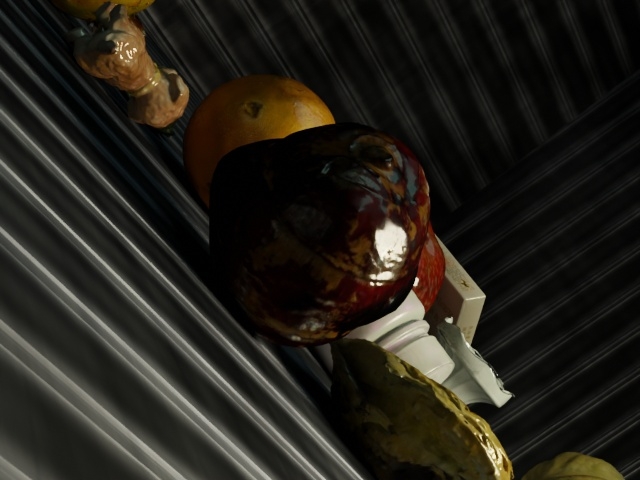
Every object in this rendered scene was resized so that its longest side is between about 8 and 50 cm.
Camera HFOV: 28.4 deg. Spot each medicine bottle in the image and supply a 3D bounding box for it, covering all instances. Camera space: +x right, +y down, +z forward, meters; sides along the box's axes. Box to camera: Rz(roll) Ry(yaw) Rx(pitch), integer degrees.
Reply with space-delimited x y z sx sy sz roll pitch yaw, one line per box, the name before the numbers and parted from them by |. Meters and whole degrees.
medicine bottle | 0.055 0.107 1.847 0.293 0.170 0.170 53 2 18

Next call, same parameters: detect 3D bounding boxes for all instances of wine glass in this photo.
wine glass | 0.176 0.235 1.973 0.165 0.196 0.165 54 1 -2

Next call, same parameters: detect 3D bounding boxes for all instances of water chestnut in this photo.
water chestnut | 0.000 0.000 1.463 0.244 0.289 0.289 63 -3 -30

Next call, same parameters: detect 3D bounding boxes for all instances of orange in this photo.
orange | -0.086 -0.128 1.875 0.240 0.240 0.240 52 2 -3

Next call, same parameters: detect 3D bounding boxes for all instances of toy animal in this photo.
toy animal | -0.248 -0.217 1.717 0.185 0.104 0.184 57 -2 -29

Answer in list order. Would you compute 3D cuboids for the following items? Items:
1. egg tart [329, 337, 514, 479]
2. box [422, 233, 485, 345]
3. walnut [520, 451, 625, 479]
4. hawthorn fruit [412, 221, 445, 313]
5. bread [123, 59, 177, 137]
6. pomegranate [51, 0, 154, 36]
egg tart | 0.100 0.235 1.551 0.297 0.132 0.297 44 -12 11
box | 0.186 0.177 2.268 0.204 0.051 0.365 54 -36 42
walnut | 0.383 0.463 1.835 0.253 0.282 0.277 -25 -79 51
hawthorn fruit | 0.067 0.048 2.095 0.275 0.300 0.275 20 26 -10
bread | -0.279 -0.245 1.986 0.188 0.065 0.149 54 7 -6
pomegranate | -0.329 -0.421 1.927 0.210 0.210 0.235 -122 -160 -67
